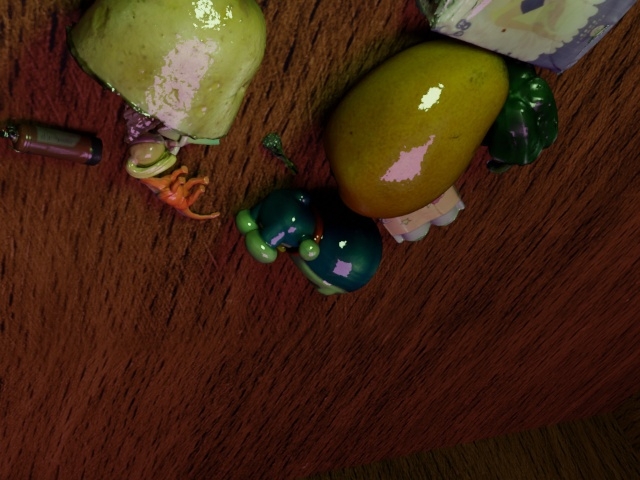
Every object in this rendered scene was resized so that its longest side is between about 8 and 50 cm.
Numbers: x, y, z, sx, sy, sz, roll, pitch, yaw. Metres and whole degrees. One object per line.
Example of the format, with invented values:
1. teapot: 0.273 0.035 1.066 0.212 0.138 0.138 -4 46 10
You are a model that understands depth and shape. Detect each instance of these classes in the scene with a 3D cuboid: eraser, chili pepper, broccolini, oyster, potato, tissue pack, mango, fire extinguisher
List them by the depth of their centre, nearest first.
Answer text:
1. potato: -0.188 -0.287 1.360 0.285 0.242 0.242 30 123 -31
2. fire extinguisher: -0.439 -0.156 1.549 0.177 0.050 0.062 9 175 -40
3. oyster: -0.264 -0.231 1.563 0.146 0.045 0.122 -18 135 -8
4. tissue pack: 0.344 -0.417 1.579 0.343 0.125 0.242 9 137 -39
5. mango: 0.169 -0.205 1.708 0.378 0.221 0.264 -41 130 11
6. broccolini: -0.069 -0.161 1.810 0.035 0.030 0.140 -61 152 -7
7. chili pepper: 0.367 -0.226 1.860 0.165 0.174 0.261 -45 151 -13
8. eraser: 0.180 -0.108 1.986 0.171 0.087 0.290 -27 148 10

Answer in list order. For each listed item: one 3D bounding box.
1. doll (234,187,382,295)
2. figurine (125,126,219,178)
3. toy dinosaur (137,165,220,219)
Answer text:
1. doll: 0.000 -0.001 1.936 0.322 0.198 0.186 25 113 -40
2. figurine: -0.246 -0.161 1.642 0.187 0.083 0.083 -16 149 -26
3. toy dinosaur: -0.251 -0.086 1.776 0.101 0.055 0.279 -26 152 23
